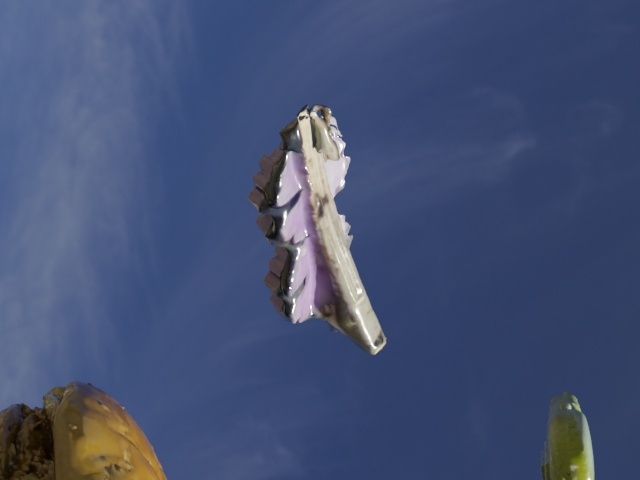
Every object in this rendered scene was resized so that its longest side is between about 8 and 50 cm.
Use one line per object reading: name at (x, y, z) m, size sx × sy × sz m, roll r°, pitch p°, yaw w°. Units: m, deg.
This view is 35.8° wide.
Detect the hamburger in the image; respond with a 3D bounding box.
hamburger at (-0.223, 0.289, 0.992) m, size 0.158 × 0.318 × 0.318 m, roll -23°, pitch -124°, yaw -9°

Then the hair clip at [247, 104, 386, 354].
hair clip at (0.000, 0.000, 0.815) m, size 0.084 × 0.292 × 0.106 m, roll 30°, pitch -120°, yaw 33°

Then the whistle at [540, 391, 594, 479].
whistle at (0.269, 0.221, 1.101) m, size 0.057 × 0.198 × 0.104 m, roll -5°, pitch -76°, yaw 10°
